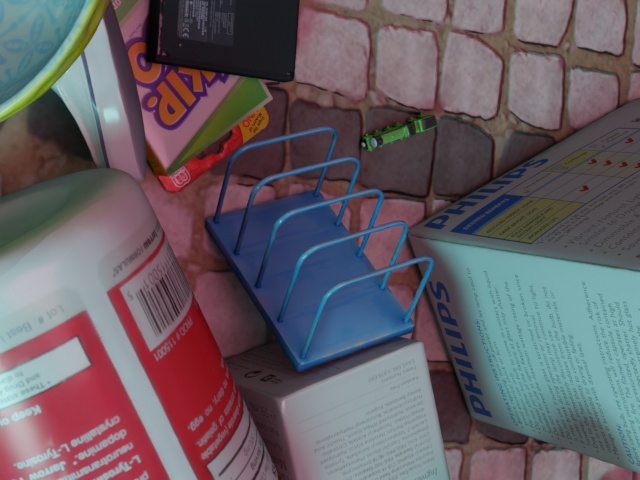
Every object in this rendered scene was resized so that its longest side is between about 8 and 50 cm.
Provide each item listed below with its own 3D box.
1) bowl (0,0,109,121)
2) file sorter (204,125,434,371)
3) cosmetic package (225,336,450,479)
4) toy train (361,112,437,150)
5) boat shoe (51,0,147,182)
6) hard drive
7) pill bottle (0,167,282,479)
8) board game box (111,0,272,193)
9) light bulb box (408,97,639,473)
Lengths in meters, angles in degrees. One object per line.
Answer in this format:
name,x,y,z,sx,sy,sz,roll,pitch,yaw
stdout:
bowl,-0.250,-0.205,0.782,0.289,0.156,0.289,1,95,8
file sorter,0.000,0.000,1.010,0.118,0.170,0.104,-16,145,-30
cosmetic package,0.007,0.186,1.054,0.151,0.151,0.183,-19,103,-30
toy train,0.077,-0.104,1.147,0.083,0.024,0.017,-23,106,-29
boat shoe,-0.201,-0.160,0.916,0.084,0.095,0.258,-16,100,2
hard drive,-0.079,-0.189,1.008,0.135,0.022,0.094,4,90,-34
pill bottle,-0.161,0.170,0.905,0.229,0.229,0.407,-32,109,-26
board game box,-0.142,-0.175,1.004,0.124,0.039,0.259,-39,116,-22
light bulb box,0.346,0.029,1.127,0.358,0.361,0.225,-29,110,-26
